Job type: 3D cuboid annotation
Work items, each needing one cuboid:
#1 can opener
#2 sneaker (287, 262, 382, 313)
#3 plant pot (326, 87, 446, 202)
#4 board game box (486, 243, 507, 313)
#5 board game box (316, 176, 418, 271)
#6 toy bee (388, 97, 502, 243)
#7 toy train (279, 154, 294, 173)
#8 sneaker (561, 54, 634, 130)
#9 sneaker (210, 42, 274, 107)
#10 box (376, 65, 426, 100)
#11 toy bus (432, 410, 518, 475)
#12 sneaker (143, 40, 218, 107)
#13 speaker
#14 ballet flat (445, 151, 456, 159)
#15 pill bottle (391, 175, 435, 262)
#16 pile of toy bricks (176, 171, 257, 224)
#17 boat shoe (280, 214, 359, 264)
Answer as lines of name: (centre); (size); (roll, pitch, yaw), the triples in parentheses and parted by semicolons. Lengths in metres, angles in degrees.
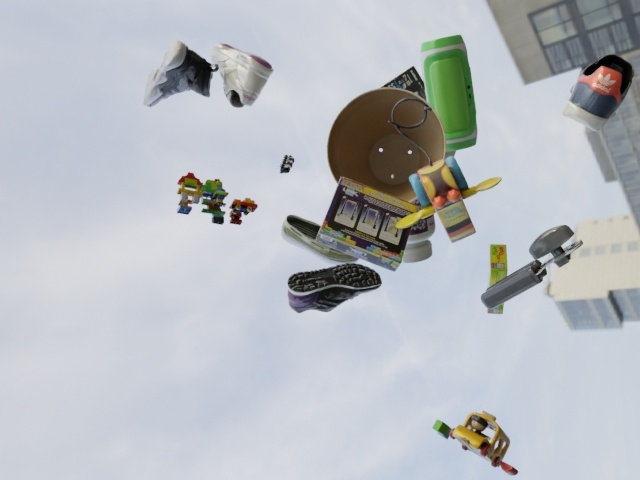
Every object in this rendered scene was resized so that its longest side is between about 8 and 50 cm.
can opener: (0.487, 0.060, 1.353); (0.095, 0.283, 0.076); (54, -140, 5)
sneaker: (0.040, 0.150, 1.707); (0.107, 0.283, 0.124); (-104, 12, -50)
plant pot: (0.175, -0.216, 1.429); (0.191, 0.283, 0.284); (5, -103, -75)
board game box: (0.474, 0.106, 1.535); (0.181, 0.043, 0.092); (78, -161, -43)
board game box: (0.094, -0.034, 1.138); (0.170, 0.048, 0.141); (22, -119, 1)
toy bee: (0.211, -0.082, 1.032); (0.298, 0.195, 0.162); (33, -152, -28)
toy train: (-0.103, -0.238, 1.772); (0.158, 0.036, 0.027); (-83, -2, -67)
sneaker: (0.672, -0.366, 1.354); (0.350, 0.131, 0.148); (-42, -21, -57)
sneaker: (-0.247, -0.461, 1.596); (0.114, 0.305, 0.152); (15, -75, -36)
box: (0.274, -0.408, 1.796); (0.220, 0.175, 0.051); (62, -165, 12)
toy bus: (0.400, 0.481, 1.422); (0.190, 0.202, 0.104); (34, -105, -2)
sneaker: (-0.391, -0.435, 1.600); (0.153, 0.268, 0.101); (18, -121, -31)
speaker: (0.354, -0.401, 1.568); (0.131, 0.131, 0.297); (-29, -68, -49)
ballet flat: (0.363, -0.227, 1.908); (0.123, 0.348, 0.123); (44, -173, -7)
pill bottle: (0.272, -0.089, 1.791); (0.169, 0.169, 0.302); (-32, -64, -48)
pile of toy bricks: (-0.280, -0.118, 1.498); (0.212, 0.118, 0.105); (9, -119, -28)
boat shoe: (0.000, 0.000, 2.005); (0.302, 0.094, 0.109); (19, -120, 3)
